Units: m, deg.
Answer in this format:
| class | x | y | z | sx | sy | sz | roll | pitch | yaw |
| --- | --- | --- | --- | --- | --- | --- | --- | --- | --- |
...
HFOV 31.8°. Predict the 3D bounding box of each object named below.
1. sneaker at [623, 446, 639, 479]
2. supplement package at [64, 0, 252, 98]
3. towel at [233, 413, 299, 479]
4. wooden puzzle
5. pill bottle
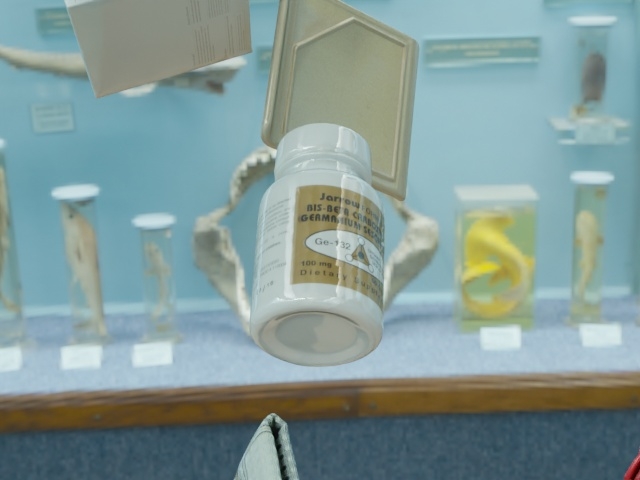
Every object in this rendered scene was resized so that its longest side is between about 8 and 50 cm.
| class | x | y | z | sx | sy | sz | roll | pitch | yaw |
| --- | --- | --- | --- | --- | --- | --- | --- | --- | --- |
| sneaker | 0.240 | 0.091 | 0.703 | 0.128 | 0.221 | 0.087 | -39 | 20 | -23 |
| supplement package | -0.200 | -0.300 | 1.309 | 0.203 | 0.149 | 0.194 | -18 | -22 | -9 |
| towel | -0.083 | 0.410 | 1.240 | 0.056 | 0.312 | 0.324 | 12 | 31 | -22 |
| wooden puzzle | 0.025 | -0.181 | 1.354 | 0.239 | 0.221 | 0.044 | 22 | -24 | -37 |
| pill bottle | 0.000 | 0.000 | 1.139 | 0.131 | 0.131 | 0.229 | -1 | 56 | 5 |
